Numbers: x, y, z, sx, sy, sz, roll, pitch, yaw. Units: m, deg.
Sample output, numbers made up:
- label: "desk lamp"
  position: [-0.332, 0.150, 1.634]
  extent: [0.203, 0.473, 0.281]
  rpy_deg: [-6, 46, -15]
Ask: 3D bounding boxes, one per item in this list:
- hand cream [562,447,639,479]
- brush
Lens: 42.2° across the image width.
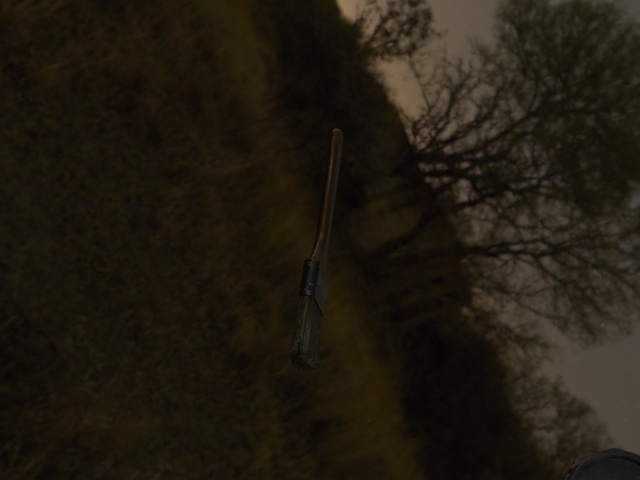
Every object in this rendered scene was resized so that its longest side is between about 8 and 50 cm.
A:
- label: "hand cream"
  position: [0.152, 0.214, 0.401]
  extent: [0.095, 0.059, 0.276]
  rpy_deg: [-79, 156, -58]
- label: "brush"
  position: [0.000, 0.000, 0.542]
  extent: [0.043, 0.014, 0.169]
  rpy_deg: [72, 24, -64]
